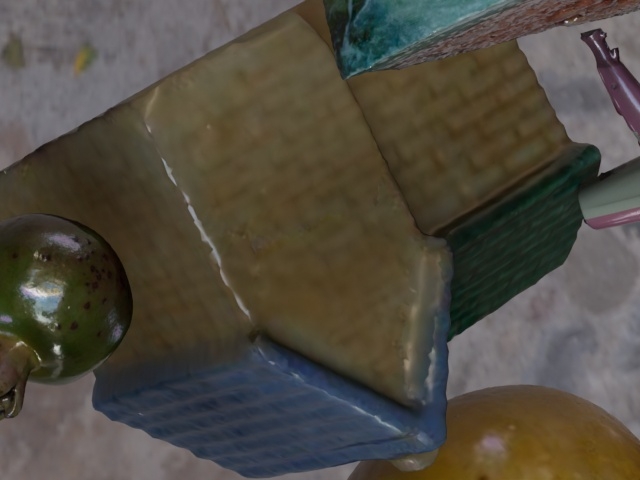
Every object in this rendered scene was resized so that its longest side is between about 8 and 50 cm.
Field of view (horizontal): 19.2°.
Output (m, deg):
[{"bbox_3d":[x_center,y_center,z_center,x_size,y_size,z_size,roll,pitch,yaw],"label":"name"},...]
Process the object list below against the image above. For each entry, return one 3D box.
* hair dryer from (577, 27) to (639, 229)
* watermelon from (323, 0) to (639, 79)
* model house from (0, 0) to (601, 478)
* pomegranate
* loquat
[{"bbox_3d":[0.233,-0.090,1.442,0.106,0.054,0.154,-15,101,24],"label":"hair dryer"},{"bbox_3d":[0.121,-0.140,0.865,0.154,0.241,0.094,-13,88,36],"label":"watermelon"},{"bbox_3d":[0.000,0.000,1.476,0.382,0.334,0.343,-33,96,-32],"label":"model house"},{"bbox_3d":[-0.181,0.051,1.185,0.114,0.142,0.114,16,142,13],"label":"pomegranate"},{"bbox_3d":[0.172,0.291,1.613,0.328,0.359,0.328,-3,107,-12],"label":"loquat"}]
